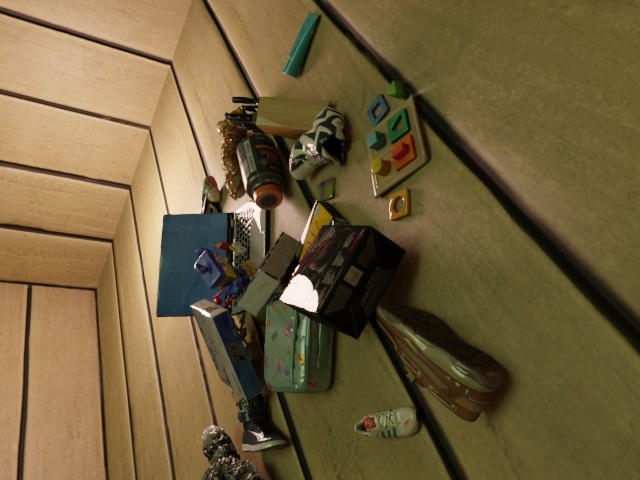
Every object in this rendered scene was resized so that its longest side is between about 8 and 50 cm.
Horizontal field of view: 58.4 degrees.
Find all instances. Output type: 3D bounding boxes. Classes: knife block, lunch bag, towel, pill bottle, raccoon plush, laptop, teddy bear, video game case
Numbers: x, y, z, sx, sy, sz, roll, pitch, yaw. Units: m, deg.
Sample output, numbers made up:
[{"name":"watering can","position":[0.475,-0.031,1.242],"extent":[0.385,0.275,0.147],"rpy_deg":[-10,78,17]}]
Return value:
[{"name":"knife block","position":[-0.134,-0.366,1.667],"extent":[0.276,0.242,0.088],"rpy_deg":[6,87,59]},{"name":"lunch bag","position":[-0.056,0.254,1.493],"extent":[0.224,0.108,0.279],"rpy_deg":[-20,65,56]},{"name":"towel","position":[0.015,-0.138,1.583],"extent":[0.083,0.009,0.060],"rpy_deg":[-20,66,56]},{"name":"pill bottle","position":[-0.184,-0.212,1.815],"extent":[0.130,0.130,0.245],"rpy_deg":[-53,41,38]},{"name":"raccoon plush","position":[-0.338,0.731,1.593],"extent":[0.446,0.299,0.216],"rpy_deg":[17,115,57]},{"name":"laptop","position":[-0.369,0.051,1.942],"extent":[0.408,0.236,0.381],"rpy_deg":[-26,61,54]},{"name":"teddy bear","position":[-0.311,-0.307,2.016],"extent":[0.245,0.113,0.337],"rpy_deg":[32,-126,-82]},{"name":"video game case","position":[-0.286,0.319,1.716],"extent":[0.244,0.061,0.269],"rpy_deg":[4,116,62]}]

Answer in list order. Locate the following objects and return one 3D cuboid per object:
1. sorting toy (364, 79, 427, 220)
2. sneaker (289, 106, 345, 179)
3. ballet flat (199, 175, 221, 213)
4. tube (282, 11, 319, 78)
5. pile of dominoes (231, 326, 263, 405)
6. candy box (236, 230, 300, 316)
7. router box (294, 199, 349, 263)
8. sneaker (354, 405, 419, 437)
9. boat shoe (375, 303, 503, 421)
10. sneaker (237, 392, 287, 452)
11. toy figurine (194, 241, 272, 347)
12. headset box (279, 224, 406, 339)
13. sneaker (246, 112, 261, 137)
[{"name":"sorting toy","position":[0.161,-0.216,1.329],"extent":[0.196,0.047,0.347],"rpy_deg":[-39,50,48]},{"name":"sneaker","position":[-0.005,-0.229,1.557],"extent":[0.235,0.094,0.153],"rpy_deg":[-48,34,27]},{"name":"ballet flat","position":[-0.438,-0.145,2.280],"extent":[0.079,0.077,0.221],"rpy_deg":[30,113,38]},{"name":"tube","position":[-0.061,-0.619,1.811],"extent":[0.080,0.052,0.207],"rpy_deg":[38,109,50]},{"name":"pile of dominoes","position":[-0.245,0.411,1.851],"extent":[0.251,0.040,0.196],"rpy_deg":[-54,43,48]},{"name":"candy box","position":[-0.145,0.093,1.633],"extent":[0.165,0.070,0.196],"rpy_deg":[-54,6,36]},{"name":"router box","position":[0.000,0.000,1.533],"extent":[0.133,0.046,0.178],"rpy_deg":[50,124,52]},{"name":"sneaker","position":[0.133,0.378,1.179],"extent":[0.161,0.075,0.057],"rpy_deg":[-36,52,50]},{"name":"boat shoe","position":[0.197,0.219,1.082],"extent":[0.324,0.123,0.116],"rpy_deg":[39,118,58]},{"name":"sneaker","position":[-0.169,0.514,1.628],"extent":[0.226,0.086,0.163],"rpy_deg":[-28,61,54]},{"name":"toy figurine","position":[-0.304,0.138,1.736],"extent":[0.191,0.217,0.362],"rpy_deg":[-45,57,12]},{"name":"headset box","position":[0.034,0.081,1.295],"extent":[0.218,0.110,0.293],"rpy_deg":[-60,20,-11]},{"name":"sneaker","position":[-0.220,-0.397,2.001],"extent":[0.070,0.051,0.134],"rpy_deg":[-1,81,56]}]
